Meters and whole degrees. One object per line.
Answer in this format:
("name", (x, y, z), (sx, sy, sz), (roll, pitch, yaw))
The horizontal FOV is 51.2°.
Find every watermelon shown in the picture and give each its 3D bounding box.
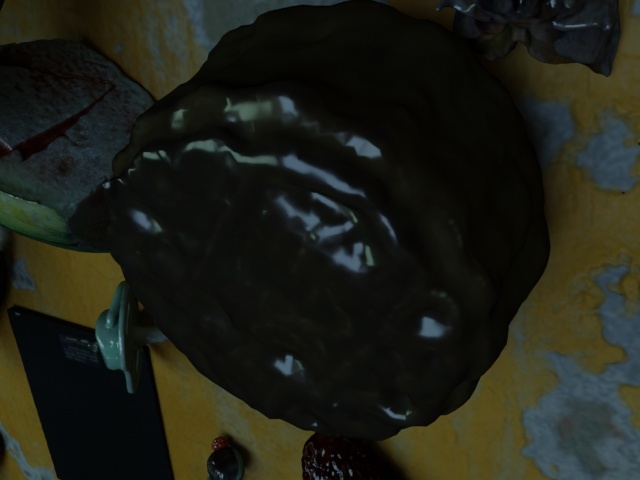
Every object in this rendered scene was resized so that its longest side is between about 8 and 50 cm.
("watermelon", (-0.280, -0.100, 0.705), (0.213, 0.201, 0.261), (39, 169, 7))

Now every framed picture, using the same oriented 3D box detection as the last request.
("framed picture", (-0.330, 0.266, 0.987), (0.255, 0.014, 0.338), (10, 120, 25))

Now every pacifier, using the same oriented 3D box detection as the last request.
("pacifier", (-0.201, 0.109, 0.790), (0.117, 0.126, 0.150), (-3, 138, -8))

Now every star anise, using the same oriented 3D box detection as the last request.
("star anise", (0.125, -0.233, 0.424), (0.148, 0.219, 0.227), (26, 105, 59))

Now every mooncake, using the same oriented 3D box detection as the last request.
("mooncake", (0.001, -0.001, 0.511), (0.324, 0.187, 0.324), (18, 135, 19))

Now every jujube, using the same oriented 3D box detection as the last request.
("jujube", (0.035, 0.284, 0.734), (0.104, 0.104, 0.166), (-37, 89, 38))

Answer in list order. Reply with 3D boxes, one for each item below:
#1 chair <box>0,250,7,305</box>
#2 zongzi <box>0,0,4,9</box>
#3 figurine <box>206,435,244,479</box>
("chair", (-0.668, 0.026, 0.850), (0.410, 0.364, 0.362), (33, 127, 6))
("zongzi", (-0.267, -0.240, 0.501), (0.318, 0.154, 0.289), (-18, 76, 23))
("figurine", (-0.127, 0.306, 0.873), (0.060, 0.047, 0.106), (58, 147, 40))
